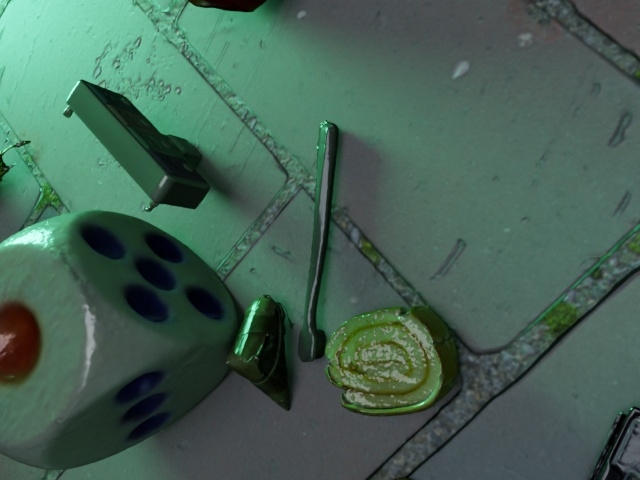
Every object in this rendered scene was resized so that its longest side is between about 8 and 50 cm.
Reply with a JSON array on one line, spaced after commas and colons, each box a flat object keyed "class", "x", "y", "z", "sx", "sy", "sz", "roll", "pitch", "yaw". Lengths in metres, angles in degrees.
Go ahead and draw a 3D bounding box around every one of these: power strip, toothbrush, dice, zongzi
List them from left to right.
[{"class": "dice", "x": -0.280, "y": 0.121, "z": 0.835, "sx": 0.259, "sy": 0.251, "sz": 0.243, "roll": -47, "pitch": 66, "yaw": 18}, {"class": "power strip", "x": -0.224, "y": -0.117, "z": 0.874, "sx": 0.216, "sy": 0.145, "sz": 0.061, "roll": 46, "pitch": 108, "yaw": 23}, {"class": "zongzi", "x": -0.059, "y": 0.139, "z": 0.834, "sx": 0.055, "sy": 0.119, "sz": 0.109, "roll": -10, "pitch": 45, "yaw": 32}, {"class": "toothbrush", "x": 0.000, "y": 0.000, "z": 0.813, "sx": 0.030, "sy": 0.030, "sz": 0.297, "roll": 3, "pitch": 88, "yaw": 38}]

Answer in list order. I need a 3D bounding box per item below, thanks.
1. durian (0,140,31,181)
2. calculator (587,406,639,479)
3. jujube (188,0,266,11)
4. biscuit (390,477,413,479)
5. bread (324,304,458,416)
[{"class": "durian", "x": -0.630, "y": -0.100, "z": 1.118, "sx": 0.375, "sy": 0.132, "sz": 0.107, "roll": -25, "pitch": 100, "yaw": 31}, {"class": "calculator", "x": 0.313, "y": 0.312, "z": 0.625, "sx": 0.165, "sy": 0.028, "sz": 0.274, "roll": 25, "pitch": 99, "yaw": 27}, {"class": "jujube", "x": -0.110, "y": -0.414, "z": 0.817, "sx": 0.174, "sy": 0.174, "sz": 0.251, "roll": 20, "pitch": 112, "yaw": 28}, {"class": "biscuit", "x": 0.113, "y": 0.384, "z": 0.732, "sx": 0.153, "sy": 0.030, "sz": 0.234, "roll": -19, "pitch": 79, "yaw": 25}, {"class": "bread", "x": 0.076, "y": 0.137, "z": 0.744, "sx": 0.156, "sy": 0.064, "sz": 0.118, "roll": -13, "pitch": 77, "yaw": 29}]
